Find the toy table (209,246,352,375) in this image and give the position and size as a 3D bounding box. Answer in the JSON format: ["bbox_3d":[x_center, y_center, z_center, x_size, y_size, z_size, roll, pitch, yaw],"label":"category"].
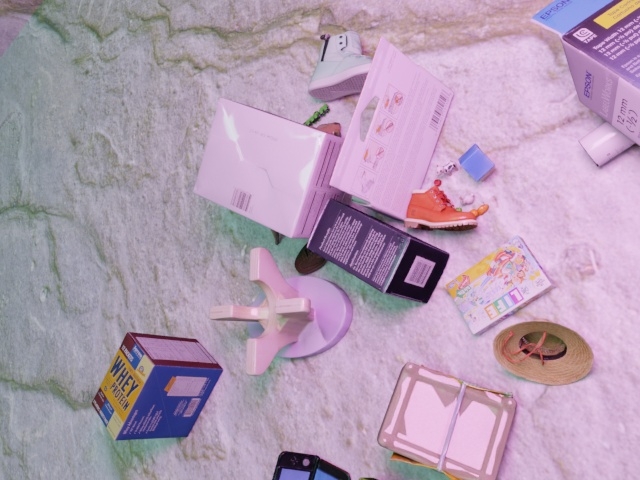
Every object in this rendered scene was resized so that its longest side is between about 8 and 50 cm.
[{"bbox_3d":[-0.090,0.153,1.190,0.274,0.161,0.252,-23,64,31],"label":"toy table"}]

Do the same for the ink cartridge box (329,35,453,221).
[{"bbox_3d":[0.121,-0.194,1.062,0.060,0.239,0.275,19,90,47],"label":"ink cartridge box"}]

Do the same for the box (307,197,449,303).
[{"bbox_3d":[0.106,0.019,1.074,0.207,0.153,0.108,29,97,41],"label":"box"}]

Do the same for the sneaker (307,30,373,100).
[{"bbox_3d":[0.087,-0.400,1.248,0.256,0.094,0.151,1,75,38],"label":"sneaker"}]

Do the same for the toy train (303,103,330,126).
[{"bbox_3d":[-0.011,-0.288,1.345,0.083,0.017,0.023,-35,48,27],"label":"toy train"}]

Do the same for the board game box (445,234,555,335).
[{"bbox_3d":[0.302,0.077,0.979,0.154,0.026,0.103,-40,56,23],"label":"board game box"}]

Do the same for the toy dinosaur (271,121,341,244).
[{"bbox_3d":[-0.067,-0.136,1.284,0.201,0.127,0.295,7,87,33],"label":"toy dinosaur"}]

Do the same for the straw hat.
[{"bbox_3d":[0.346,0.155,0.895,0.145,0.144,0.061,-16,26,35],"label":"straw hat"}]

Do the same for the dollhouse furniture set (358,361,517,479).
[{"bbox_3d":[0.187,0.379,0.964,0.198,0.151,0.301,17,70,20],"label":"dollhouse furniture set"}]

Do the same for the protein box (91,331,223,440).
[{"bbox_3d":[-0.377,0.340,1.340,0.136,0.201,0.199,35,100,40],"label":"protein box"}]

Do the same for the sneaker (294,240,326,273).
[{"bbox_3d":[0.000,0.000,1.217,0.188,0.071,0.066,-41,56,22],"label":"sneaker"}]

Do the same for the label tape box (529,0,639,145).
[{"bbox_3d":[0.508,-0.264,0.804,0.249,0.115,0.347,-34,53,-1],"label":"label tape box"}]

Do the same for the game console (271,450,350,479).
[{"bbox_3d":[-0.029,0.491,1.095,0.085,0.124,0.143,7,80,67],"label":"game console"}]

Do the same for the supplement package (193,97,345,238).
[{"bbox_3d":[-0.089,-0.141,1.144,0.262,0.145,0.203,25,103,29],"label":"supplement package"}]

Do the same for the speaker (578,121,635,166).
[{"bbox_3d":[0.477,-0.175,0.892,0.136,0.055,0.055,-38,57,26],"label":"speaker"}]

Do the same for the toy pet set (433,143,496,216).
[{"bbox_3d":[0.261,-0.109,1.041,0.114,0.065,0.122,-44,55,21],"label":"toy pet set"}]

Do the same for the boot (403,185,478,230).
[{"bbox_3d":[0.219,-0.059,1.049,0.158,0.059,0.084,9,89,49],"label":"boot"}]
